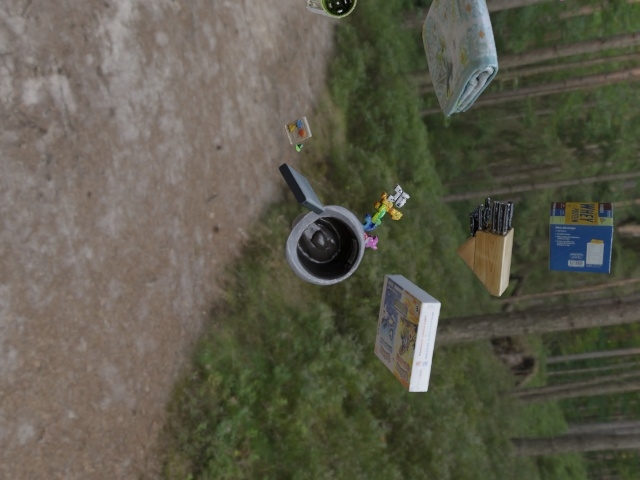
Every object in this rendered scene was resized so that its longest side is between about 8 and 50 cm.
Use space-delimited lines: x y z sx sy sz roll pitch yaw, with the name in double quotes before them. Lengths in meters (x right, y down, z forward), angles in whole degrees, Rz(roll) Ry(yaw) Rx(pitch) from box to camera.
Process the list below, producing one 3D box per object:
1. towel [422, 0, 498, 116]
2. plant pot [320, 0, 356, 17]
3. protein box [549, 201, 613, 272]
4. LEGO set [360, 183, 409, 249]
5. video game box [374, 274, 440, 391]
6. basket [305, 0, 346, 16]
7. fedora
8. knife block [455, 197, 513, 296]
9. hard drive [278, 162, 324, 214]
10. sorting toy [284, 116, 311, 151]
"towel" 0.380 -0.551 1.822 0.374 0.090 0.321 115 -36 -79
"plant pot" 0.041 -0.558 1.519 0.079 0.083 0.083 -84 166 -77
"protein box" 0.893 -0.011 2.247 0.136 0.199 0.201 -62 147 -48
"LEGO set" 0.203 -0.072 2.039 0.227 0.093 0.087 -54 -163 18
"video game box" 0.176 0.187 1.364 0.205 0.048 0.187 -142 -126 -70
"basket" 0.031 -0.757 1.909 0.103 0.113 0.167 72 38 -73
"fedora" 0.000 0.000 1.941 0.275 0.244 0.124 38 3 -34
"knife block" 0.564 0.007 2.062 0.276 0.242 0.088 52 42 4
"hard drive" -0.039 -0.108 1.397 0.094 0.022 0.135 59 9 15
"sorting toy" -0.056 -0.275 1.701 0.012 0.062 0.083 12 59 -72
